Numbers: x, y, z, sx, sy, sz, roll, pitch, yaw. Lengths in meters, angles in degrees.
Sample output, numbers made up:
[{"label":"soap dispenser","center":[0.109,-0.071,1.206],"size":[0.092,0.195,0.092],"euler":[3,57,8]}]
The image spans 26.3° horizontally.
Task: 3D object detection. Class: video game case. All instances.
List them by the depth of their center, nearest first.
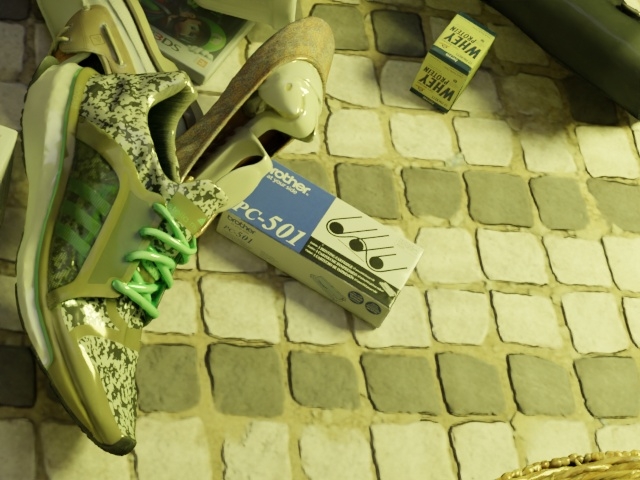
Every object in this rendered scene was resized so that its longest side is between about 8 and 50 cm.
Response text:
[{"label":"video game case","center":[-0.165,-0.290,1.646],"size":[0.173,0.022,0.190],"euler":[32,52,3]}]

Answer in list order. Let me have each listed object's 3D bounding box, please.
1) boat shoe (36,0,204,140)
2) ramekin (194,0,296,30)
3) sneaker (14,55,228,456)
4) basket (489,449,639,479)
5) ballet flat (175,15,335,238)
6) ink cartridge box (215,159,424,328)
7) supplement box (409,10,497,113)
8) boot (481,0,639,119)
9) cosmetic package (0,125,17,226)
[{"label":"boat shoe","center":[-0.246,-0.205,1.502],"size":[0.103,0.113,0.302],"euler":[-24,68,-37]},{"label":"ramekin","center":[-0.082,-0.379,1.568],"size":[0.127,0.272,0.272],"euler":[4,54,0]},{"label":"sneaker","center":[-0.179,-0.005,1.299],"size":[0.182,0.158,0.410],"euler":[-11,69,12]},{"label":"basket","center":[0.252,0.350,1.308],"size":[0.299,0.223,0.213],"euler":[-9,27,-25]},{"label":"ballet flat","center":[-0.069,-0.111,1.452],"size":[0.316,0.107,0.106],"euler":[-48,42,-15]},{"label":"ink cartridge box","center":[0.000,0.000,1.489],"size":[0.207,0.046,0.097],"euler":[30,51,3]},{"label":"supplement box","center":[0.162,-0.217,1.673],"size":[0.056,0.083,0.083],"euler":[33,53,6]},{"label":"boot","center":[0.229,-0.309,1.654],"size":[0.445,0.146,0.367],"euler":[44,25,11]},{"label":"cosmetic package","center":[-0.394,-0.020,1.297],"size":[0.151,0.151,0.183],"euler":[21,52,-4]}]
